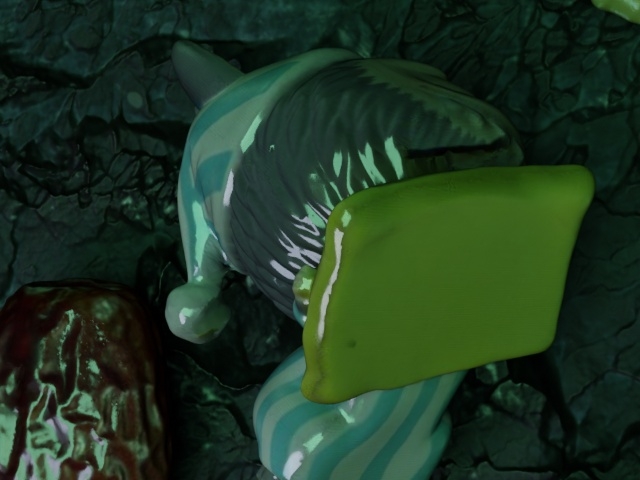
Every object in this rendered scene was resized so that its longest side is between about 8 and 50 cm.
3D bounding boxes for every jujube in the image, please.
[{"bbox_3d":[-0.216,0.158,1.462,0.183,0.183,0.243,4,96,19],"label":"jujube"}]

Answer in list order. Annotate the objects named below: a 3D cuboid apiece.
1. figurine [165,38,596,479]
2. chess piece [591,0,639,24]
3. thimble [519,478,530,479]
[{"bbox_3d":[0.000,0.000,1.405,0.378,0.266,0.361,47,120,47],"label":"figurine"},{"bbox_3d":[0.273,-0.188,1.360,0.122,0.066,0.066,44,103,9],"label":"chess piece"},{"bbox_3d":[0.188,0.259,1.365,0.090,0.102,0.115,16,124,18],"label":"thimble"}]
